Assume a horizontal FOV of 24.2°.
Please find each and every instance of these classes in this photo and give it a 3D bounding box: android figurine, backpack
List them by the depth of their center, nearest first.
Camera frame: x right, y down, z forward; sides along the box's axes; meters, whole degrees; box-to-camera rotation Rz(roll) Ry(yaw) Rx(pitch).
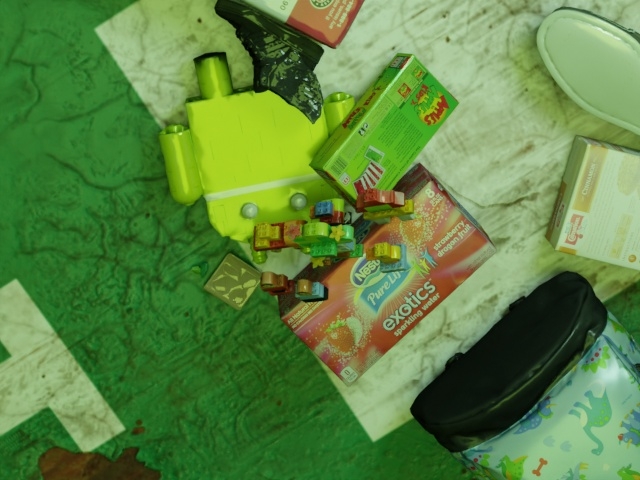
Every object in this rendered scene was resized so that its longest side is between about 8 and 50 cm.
[{"bbox_3d":[-0.071,-0.106,1.857,0.248,0.056,0.272,-10,103,-1],"label":"android figurine"},{"bbox_3d":[0.343,0.270,1.902,0.290,0.273,0.355,-39,116,0],"label":"backpack"}]

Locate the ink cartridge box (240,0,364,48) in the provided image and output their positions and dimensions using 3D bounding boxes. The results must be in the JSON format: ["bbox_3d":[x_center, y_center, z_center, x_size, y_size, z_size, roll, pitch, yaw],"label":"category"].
[{"bbox_3d":[-0.065,-0.392,1.742,0.306,0.131,0.226,26,101,-11],"label":"ink cartridge box"}]

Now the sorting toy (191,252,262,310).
[{"bbox_3d":[-0.121,0.045,1.914,0.083,0.012,0.062,34,105,-15],"label":"sorting toy"}]

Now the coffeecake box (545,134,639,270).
[{"bbox_3d":[0.397,-0.040,1.896,0.186,0.068,0.142,14,104,-7],"label":"coffeecake box"}]

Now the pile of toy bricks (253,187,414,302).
[{"bbox_3d":[0.000,0.000,1.762,0.212,0.105,0.118,-8,69,25],"label":"pile of toy bricks"}]

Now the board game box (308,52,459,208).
[{"bbox_3d":[0.078,-0.131,1.827,0.092,0.043,0.181,43,79,-26],"label":"board game box"}]

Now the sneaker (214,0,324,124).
[{"bbox_3d":[-0.063,-0.214,1.783,0.170,0.051,0.089,26,92,-9],"label":"sneaker"}]

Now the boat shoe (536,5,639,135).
[{"bbox_3d":[0.395,-0.195,1.845,0.305,0.091,0.109,33,124,-11],"label":"boat shoe"}]

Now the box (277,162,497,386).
[{"bbox_3d":[0.079,0.041,1.869,0.257,0.122,0.128,-43,102,7],"label":"box"}]
